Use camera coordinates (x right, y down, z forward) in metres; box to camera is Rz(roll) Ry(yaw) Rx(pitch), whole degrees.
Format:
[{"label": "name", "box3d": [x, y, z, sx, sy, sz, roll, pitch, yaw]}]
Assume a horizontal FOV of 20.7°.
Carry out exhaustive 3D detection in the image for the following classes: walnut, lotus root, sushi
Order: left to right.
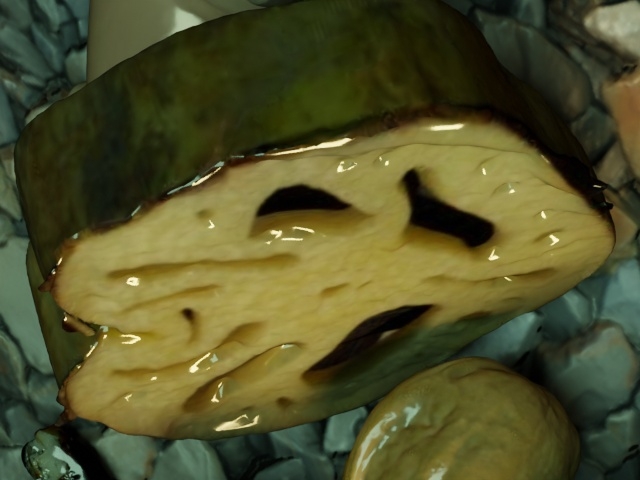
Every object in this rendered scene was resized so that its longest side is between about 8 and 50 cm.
[{"label": "sushi", "box3d": [-0.190, 0.178, 1.326, 0.046, 0.044, 0.083, -40, 86, 27]}, {"label": "lotus root", "box3d": [0.000, 0.000, 1.055, 0.390, 0.375, 0.111, 118, 147, -54]}, {"label": "walnut", "box3d": [0.087, 0.151, 1.134, 0.166, 0.166, 0.149, -27, 115, 26]}]

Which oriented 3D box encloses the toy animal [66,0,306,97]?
[{"label": "toy animal", "box3d": [-0.048, -0.166, 1.106, 0.269, 0.237, 0.326, 12, 109, 38]}]
